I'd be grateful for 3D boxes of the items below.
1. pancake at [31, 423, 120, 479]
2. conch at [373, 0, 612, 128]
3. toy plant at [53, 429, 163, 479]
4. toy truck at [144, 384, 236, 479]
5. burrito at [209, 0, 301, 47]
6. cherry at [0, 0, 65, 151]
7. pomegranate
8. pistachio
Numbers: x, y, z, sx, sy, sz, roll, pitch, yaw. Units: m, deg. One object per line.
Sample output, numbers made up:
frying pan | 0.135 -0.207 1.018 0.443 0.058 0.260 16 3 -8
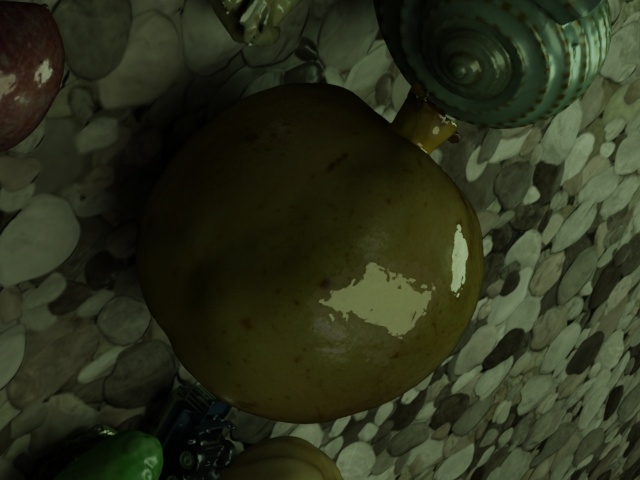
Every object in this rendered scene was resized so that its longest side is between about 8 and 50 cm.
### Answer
pancake | -0.246 0.238 1.191 0.129 0.022 0.116 -44 146 -4
conch | 0.159 -0.271 1.045 0.215 0.319 0.303 7 140 -5
toy plant | -0.292 0.372 1.108 0.317 0.210 0.356 -42 151 -59
toy truck | -0.159 0.240 1.236 0.202 0.088 0.074 -59 155 14
burrito | -0.058 -0.286 0.867 0.175 0.107 0.348 -50 144 -9
cherry | -0.265 -0.080 0.823 0.225 0.090 0.107 -46 157 -2
pomegranate | 0.000 0.000 1.034 0.319 0.319 0.319 -31 140 -29
pistachio | -0.055 0.367 1.365 0.237 0.229 0.321 6 132 -5
